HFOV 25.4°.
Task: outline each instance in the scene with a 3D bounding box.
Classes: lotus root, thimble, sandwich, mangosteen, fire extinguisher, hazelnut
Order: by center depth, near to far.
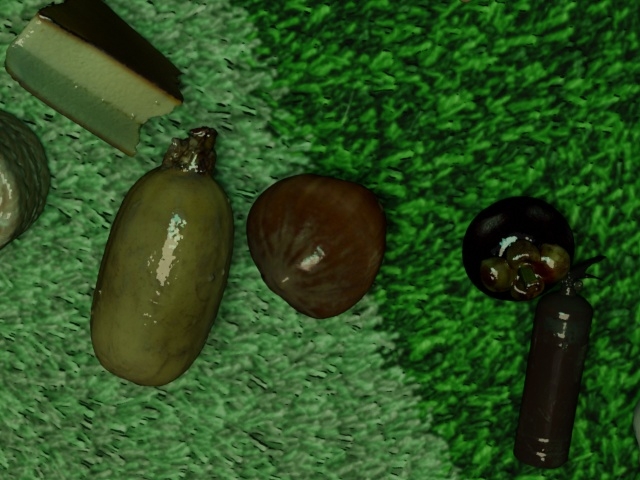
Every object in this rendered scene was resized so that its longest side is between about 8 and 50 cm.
[{"bbox_3d":[-0.264,-0.195,1.704,0.186,0.220,0.108,43,105,-2],"label":"sandwich"},{"bbox_3d":[0.240,0.020,1.709,0.137,0.151,0.137,-1,119,-2],"label":"mangosteen"},{"bbox_3d":[0.000,0.000,1.733,0.182,0.182,0.182,2,104,9],"label":"hazelnut"},{"bbox_3d":[-0.196,0.019,1.774,0.151,0.169,0.342,3,111,-34],"label":"lotus root"},{"bbox_3d":[0.302,0.148,1.777,0.089,0.072,0.267,-1,107,-26],"label":"fire extinguisher"},{"bbox_3d":[-0.471,-0.076,1.808,0.229,0.148,0.196,26,106,0],"label":"thimble"}]

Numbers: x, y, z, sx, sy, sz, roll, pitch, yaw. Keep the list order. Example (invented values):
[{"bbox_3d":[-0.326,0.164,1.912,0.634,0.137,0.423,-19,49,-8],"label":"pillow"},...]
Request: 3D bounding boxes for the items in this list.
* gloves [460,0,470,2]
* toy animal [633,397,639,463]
[{"bbox_3d":[0.191,-0.417,1.607,0.197,0.152,0.301,18,106,13],"label":"gloves"},{"bbox_3d":[0.466,0.239,1.739,0.179,0.166,0.138,46,140,-5],"label":"toy animal"}]
